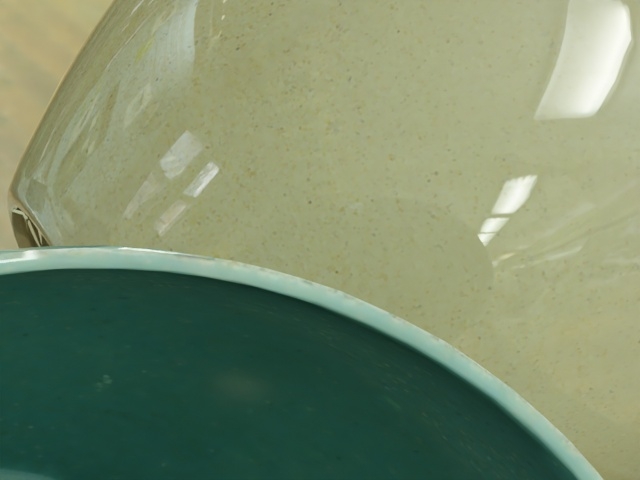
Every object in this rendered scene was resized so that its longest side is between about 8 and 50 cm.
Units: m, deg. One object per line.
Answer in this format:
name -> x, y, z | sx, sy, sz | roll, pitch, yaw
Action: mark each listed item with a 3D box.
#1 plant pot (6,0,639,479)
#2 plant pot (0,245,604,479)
plant pot -> 0.000, 0.000, 0.712 | 0.191, 0.284, 0.284 | -28, 46, -15
plant pot -> -0.074, 0.138, 0.477 | 0.290, 0.290, 0.195 | 12, 1, -17
